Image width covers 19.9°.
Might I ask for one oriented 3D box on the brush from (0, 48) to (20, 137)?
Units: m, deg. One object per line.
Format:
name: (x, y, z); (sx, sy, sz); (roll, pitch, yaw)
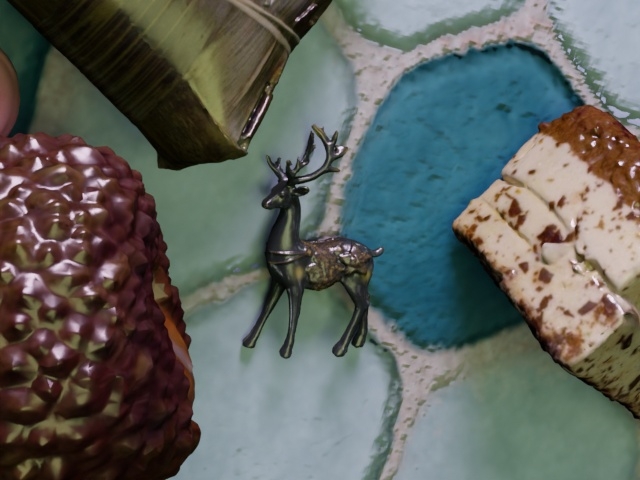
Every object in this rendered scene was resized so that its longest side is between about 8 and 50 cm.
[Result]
brush: (-0.249, -0.061, 0.809); (0.233, 0.047, 0.103); (-4, 107, -25)

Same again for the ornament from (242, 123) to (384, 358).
ornament: (0.000, 0.000, 0.948); (0.073, 0.028, 0.125); (-2, 107, -23)

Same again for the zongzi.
zongzi: (-0.069, -0.156, 0.850); (0.187, 0.084, 0.184); (44, 71, -24)

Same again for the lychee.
lychee: (-0.148, 0.050, 0.821); (0.188, 0.188, 0.188); (-7, 108, -22)

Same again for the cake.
cake: (0.177, 0.025, 1.029); (0.112, 0.135, 0.246); (-45, 147, 7)
